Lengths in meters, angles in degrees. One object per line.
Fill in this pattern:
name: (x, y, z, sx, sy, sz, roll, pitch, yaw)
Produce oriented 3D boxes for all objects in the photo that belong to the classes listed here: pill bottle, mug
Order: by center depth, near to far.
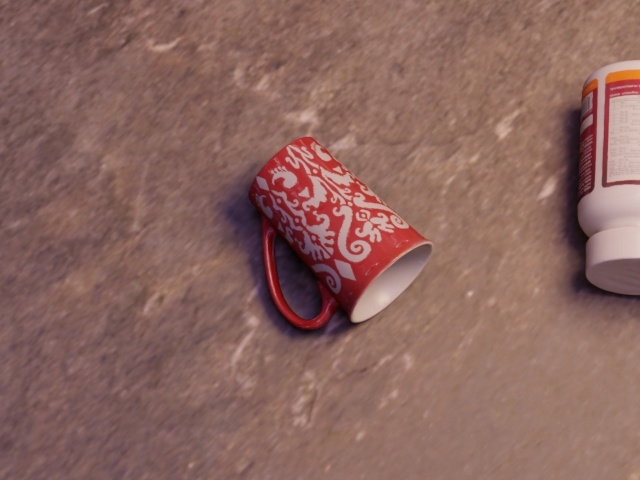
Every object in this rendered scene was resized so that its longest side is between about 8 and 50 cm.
mug: (0.002, -0.006, 1.879, 0.150, 0.113, 0.169, -37, 72, -21)
pill bottle: (0.325, -0.064, 1.931, 0.121, 0.121, 0.221, 7, 67, -3)
